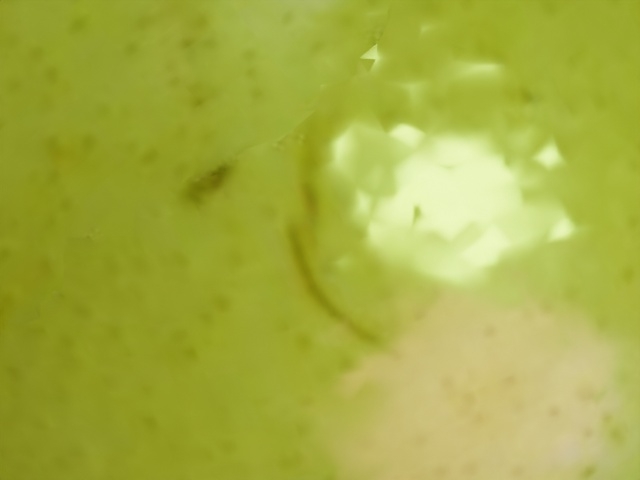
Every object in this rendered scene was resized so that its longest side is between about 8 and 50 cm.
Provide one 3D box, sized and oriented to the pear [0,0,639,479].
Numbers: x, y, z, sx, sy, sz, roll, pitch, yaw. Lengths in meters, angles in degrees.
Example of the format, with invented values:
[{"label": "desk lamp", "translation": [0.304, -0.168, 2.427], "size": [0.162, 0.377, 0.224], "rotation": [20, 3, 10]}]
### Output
[{"label": "pear", "translation": [0.000, 0.000, 0.526], "size": [0.348, 0.348, 0.348], "rotation": [-22, 134, -24]}]
